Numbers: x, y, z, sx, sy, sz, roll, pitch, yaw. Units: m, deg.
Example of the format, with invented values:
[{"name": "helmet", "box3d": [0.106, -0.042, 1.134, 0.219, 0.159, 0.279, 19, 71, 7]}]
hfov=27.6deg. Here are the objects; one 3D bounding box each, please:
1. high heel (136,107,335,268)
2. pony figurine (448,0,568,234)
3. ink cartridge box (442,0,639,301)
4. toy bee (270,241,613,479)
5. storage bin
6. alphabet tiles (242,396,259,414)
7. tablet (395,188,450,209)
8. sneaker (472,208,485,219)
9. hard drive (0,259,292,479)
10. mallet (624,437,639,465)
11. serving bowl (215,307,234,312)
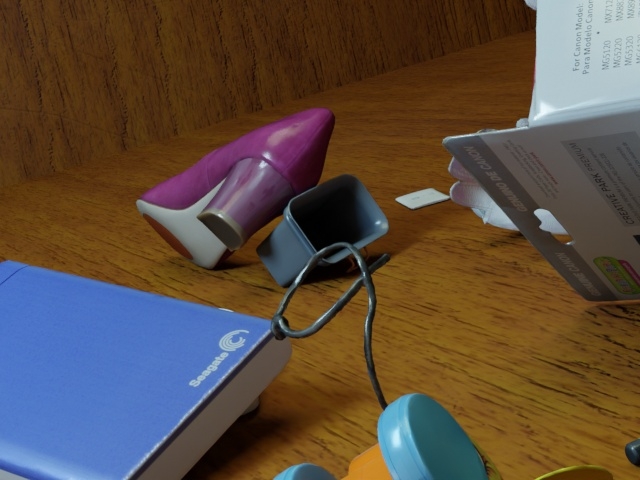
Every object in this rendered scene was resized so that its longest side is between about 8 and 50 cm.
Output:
[{"name": "high heel", "box3d": [-0.101, -0.066, 1.586, 0.181, 0.127, 0.377, -48, 20, -17]}, {"name": "pony figurine", "box3d": [0.334, -0.148, 1.291, 0.351, 0.302, 0.363, 18, 36, 2]}, {"name": "ink cartridge box", "box3d": [0.278, -0.074, 0.982, 0.272, 0.130, 0.309, -7, -29, 30]}, {"name": "toy bee", "box3d": [0.064, 0.141, 0.662, 0.195, 0.162, 0.298, -23, 36, 40]}, {"name": "storage bin", "box3d": [0.000, 0.000, 1.464, 0.135, 0.098, 0.091, -29, -8, -48]}, {"name": "alphabet tiles", "box3d": [-0.193, 0.147, 1.128, 0.284, 0.021, 0.278, -15, 19, -2]}, {"name": "tablet", "box3d": [0.134, -0.056, 1.720, 0.054, 0.006, 0.083, -16, 12, -9]}, {"name": "sneaker", "box3d": [0.284, -0.063, 1.442, 0.258, 0.094, 0.091, -9, -1, -8]}, {"name": "hard drive", "box3d": [-0.211, 0.110, 1.050, 0.319, 0.040, 0.210, 10, 39, 34]}, {"name": "mallet", "box3d": [0.279, 0.099, 0.839, 0.190, 0.039, 0.062, -27, -23, -4]}, {"name": "serving bowl", "box3d": [-0.114, 0.099, 1.253, 0.083, 0.027, 0.083, -11, 26, 5]}]
